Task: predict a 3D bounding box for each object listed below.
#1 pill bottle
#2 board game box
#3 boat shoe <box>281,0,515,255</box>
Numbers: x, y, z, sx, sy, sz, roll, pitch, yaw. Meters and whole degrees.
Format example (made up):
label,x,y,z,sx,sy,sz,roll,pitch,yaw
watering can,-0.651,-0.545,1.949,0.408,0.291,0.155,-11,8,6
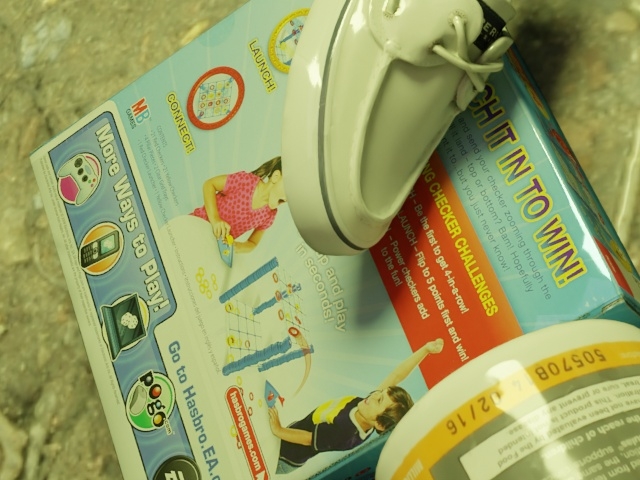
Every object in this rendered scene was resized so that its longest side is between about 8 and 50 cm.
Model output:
label,x,y,z,sx,sy,sz,roll,pitch,yaw
pill bottle,0.148,0.186,0.697,0.162,0.162,0.278,-37,55,14
board game box,0.000,0.000,0.912,0.302,0.086,0.308,-32,57,16
boat shoe,0.060,-0.115,0.815,0.088,0.096,0.267,6,65,38
